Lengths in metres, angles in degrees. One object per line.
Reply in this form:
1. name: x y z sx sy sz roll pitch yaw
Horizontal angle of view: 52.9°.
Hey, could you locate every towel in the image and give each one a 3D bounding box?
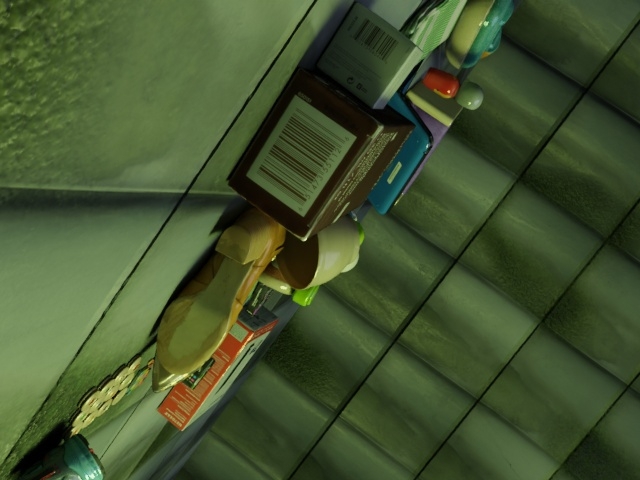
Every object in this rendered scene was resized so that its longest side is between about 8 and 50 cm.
1. towel: 0.218 -0.421 1.329 0.325 0.038 0.248 -50 174 -28

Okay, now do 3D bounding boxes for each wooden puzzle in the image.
1. wooden puzzle: -0.322 0.245 1.148 0.083 0.006 0.049 -55 174 14

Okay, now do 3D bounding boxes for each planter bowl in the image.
1. planter bowl: 0.000 0.000 1.133 0.109 0.162 0.162 -7 146 -32

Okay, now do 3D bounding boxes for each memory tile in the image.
1. memory tile: -0.338 0.245 1.004 0.113 0.012 0.148 -56 174 25

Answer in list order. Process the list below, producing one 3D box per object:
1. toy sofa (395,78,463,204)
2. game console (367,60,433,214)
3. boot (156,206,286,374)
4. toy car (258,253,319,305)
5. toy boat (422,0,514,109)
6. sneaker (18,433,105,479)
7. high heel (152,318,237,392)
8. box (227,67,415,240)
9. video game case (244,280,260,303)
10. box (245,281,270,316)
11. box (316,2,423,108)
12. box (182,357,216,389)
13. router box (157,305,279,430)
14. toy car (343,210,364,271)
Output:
1. toy sofa: 0.243 -0.266 1.857 0.177 0.150 0.362 -49 173 -42
2. game console: 0.198 -0.251 1.556 0.173 0.250 0.293 -18 155 -29
3. boot: -0.145 0.074 1.066 0.295 0.104 0.211 -59 172 17
4. toy car: -0.051 0.009 1.247 0.188 0.155 0.149 -63 174 -2
5. toy boat: 0.375 -0.467 1.572 0.318 0.148 0.267 -62 176 -17
6. sneaker: -0.415 0.386 0.960 0.125 0.104 0.262 -22 149 -44
7. high heel: -0.222 0.192 1.162 0.261 0.093 0.186 -60 173 -36
8. box: 0.022 -0.137 0.994 0.191 0.143 0.381 -55 175 17
9. video game case: -0.163 0.098 1.440 0.212 0.023 0.193 -48 172 -39
10. box: -0.120 0.101 1.543 0.116 0.029 0.162 -47 170 -44
11. box: 0.069 -0.248 0.875 0.102 0.101 0.087 -54 174 18
12. box: -0.286 0.291 1.464 0.083 0.052 0.062 -53 174 -15
13. router box: -0.255 0.315 1.686 0.301 0.082 0.335 -54 174 3
14. toy car: -0.001 -0.021 1.363 0.136 0.182 0.159 74 14 -52
